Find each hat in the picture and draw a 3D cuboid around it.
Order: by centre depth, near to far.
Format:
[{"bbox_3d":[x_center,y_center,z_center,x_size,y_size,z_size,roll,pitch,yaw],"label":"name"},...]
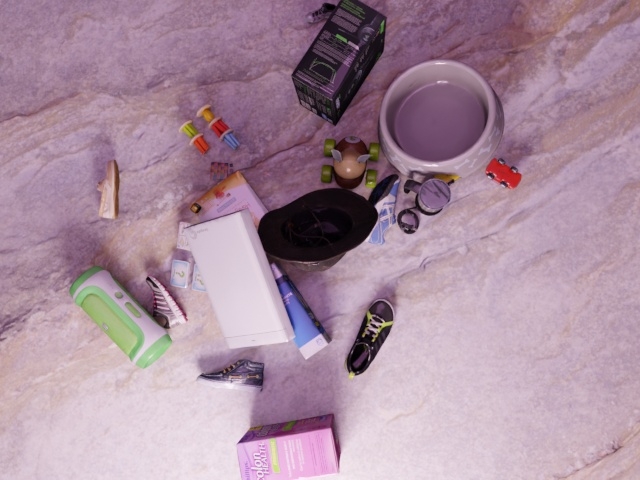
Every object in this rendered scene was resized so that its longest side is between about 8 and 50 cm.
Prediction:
[{"bbox_3d":[0.000,0.000,1.811,0.331,0.331,0.134,-9,125,2],"label":"hat"}]

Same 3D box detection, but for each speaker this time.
[{"bbox_3d":[-0.548,0.210,1.856,0.296,0.131,0.131,44,88,6],"label":"speaker"}]

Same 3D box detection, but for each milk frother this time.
[{"bbox_3d":[0.278,-0.089,1.833,0.129,0.135,0.143,8,85,5],"label":"milk frother"}]

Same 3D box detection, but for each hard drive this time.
[{"bbox_3d":[-0.217,0.107,1.775,0.233,0.047,0.353,-13,99,40],"label":"hard drive"}]

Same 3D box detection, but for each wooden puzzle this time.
[{"bbox_3d":[-0.290,-0.199,1.939,0.083,0.006,0.049,4,85,3],"label":"wooden puzzle"}]

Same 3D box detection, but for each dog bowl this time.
[{"bbox_3d":[0.319,-0.333,1.832,0.349,0.102,0.349,-3,78,14],"label":"dog bowl"}]

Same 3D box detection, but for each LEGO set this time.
[{"bbox_3d":[-0.323,0.025,1.863,0.182,0.060,0.244,11,98,12],"label":"LEGO set"}]

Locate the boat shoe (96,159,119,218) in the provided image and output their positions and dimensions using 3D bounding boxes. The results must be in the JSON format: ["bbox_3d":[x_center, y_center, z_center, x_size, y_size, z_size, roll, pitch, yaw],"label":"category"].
[{"bbox_3d":[-0.607,-0.147,1.923,0.059,0.063,0.170,1,85,-3],"label":"boat shoe"}]

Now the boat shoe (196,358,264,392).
[{"bbox_3d":[-0.245,0.364,1.859,0.183,0.065,0.083,8,84,-3],"label":"boat shoe"}]

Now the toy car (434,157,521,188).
[{"bbox_3d":[0.434,-0.252,1.881,0.239,0.053,0.225,1,84,3],"label":"toy car"}]

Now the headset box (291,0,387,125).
[{"bbox_3d":[0.059,-0.488,1.828,0.131,0.246,0.283,32,86,6],"label":"headset box"}]

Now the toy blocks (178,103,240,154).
[{"bbox_3d":[-0.313,-0.297,1.926,0.123,0.054,0.148,-42,84,-2],"label":"toy blocks"}]

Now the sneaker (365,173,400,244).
[{"bbox_3d":[0.174,-0.085,1.878,0.081,0.080,0.211,28,84,-20],"label":"sneaker"}]

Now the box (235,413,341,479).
[{"bbox_3d":[-0.076,0.543,1.754,0.243,0.213,0.117,-11,84,3],"label":"box"}]

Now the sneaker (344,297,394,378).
[{"bbox_3d":[0.137,0.269,1.826,0.084,0.097,0.234,23,86,5],"label":"sneaker"}]

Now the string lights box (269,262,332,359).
[{"bbox_3d":[-0.076,0.188,1.827,0.077,0.133,0.259,-34,84,2],"label":"string lights box"}]

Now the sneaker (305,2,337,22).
[{"bbox_3d":[0.002,-0.658,1.934,0.098,0.069,0.038,-14,84,2],"label":"sneaker"}]

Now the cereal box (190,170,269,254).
[{"bbox_3d":[-0.227,-0.051,1.901,0.173,0.047,0.240,-37,84,0],"label":"cereal box"}]

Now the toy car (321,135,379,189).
[{"bbox_3d":[0.080,-0.223,1.829,0.155,0.188,0.149,6,85,3],"label":"toy car"}]

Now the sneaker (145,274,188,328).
[{"bbox_3d":[-0.446,0.176,1.883,0.075,0.063,0.170,-36,89,-7],"label":"sneaker"}]
